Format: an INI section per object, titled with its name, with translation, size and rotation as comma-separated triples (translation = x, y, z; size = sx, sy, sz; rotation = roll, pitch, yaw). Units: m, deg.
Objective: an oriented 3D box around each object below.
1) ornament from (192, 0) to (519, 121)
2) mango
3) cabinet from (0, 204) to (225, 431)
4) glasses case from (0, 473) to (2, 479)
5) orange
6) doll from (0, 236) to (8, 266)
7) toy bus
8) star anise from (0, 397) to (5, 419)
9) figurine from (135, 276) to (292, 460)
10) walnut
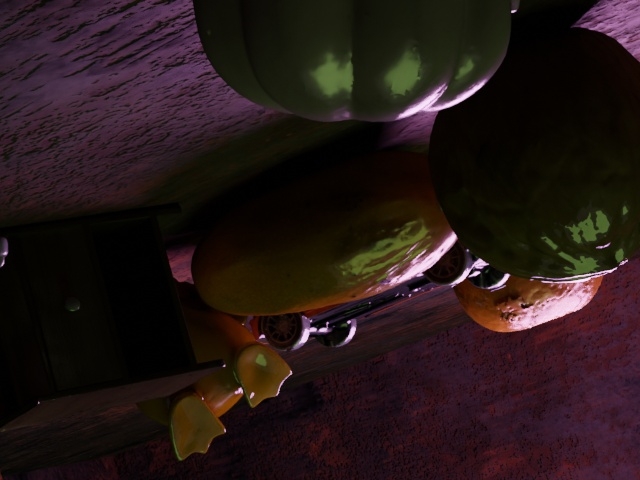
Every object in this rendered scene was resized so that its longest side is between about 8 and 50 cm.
[ornament]
translation = 0.019, -0.148, 0.793
size = 0.177, 0.177, 0.177
rotation = -17, 170, -3
[mango]
translation = -0.004, 0.001, 1.575
size = 0.359, 0.144, 0.187
rotation = -19, 172, 33
[cabinet]
translation = -0.235, 0.078, 1.507
size = 0.215, 0.174, 0.148
rotation = -9, 167, -36
[glasses case]
translation = -0.413, 0.191, 1.680
size = 0.075, 0.218, 0.049
rotation = -17, 170, -3
[orange]
translation = 0.275, 0.024, 2.017
size = 0.219, 0.193, 0.219
rotation = -32, -174, 4
[doll]
translation = -0.393, 0.019, 1.145
size = 0.316, 0.103, 0.145
rotation = -9, 151, -1
[toy bus]
translation = 0.065, 0.022, 1.770
size = 0.329, 0.153, 0.143
rotation = -24, 166, 27
[star anise]
translation = -0.442, 0.135, 1.557
size = 0.346, 0.148, 0.237
rotation = -4, 169, -15
[figurine]
translation = -0.167, 0.126, 1.728
size = 0.215, 0.215, 0.228
rotation = -13, -176, -21
[walnut]
translation = 0.208, -0.070, 1.334
size = 0.228, 0.228, 0.228
rotation = -17, 170, -3
